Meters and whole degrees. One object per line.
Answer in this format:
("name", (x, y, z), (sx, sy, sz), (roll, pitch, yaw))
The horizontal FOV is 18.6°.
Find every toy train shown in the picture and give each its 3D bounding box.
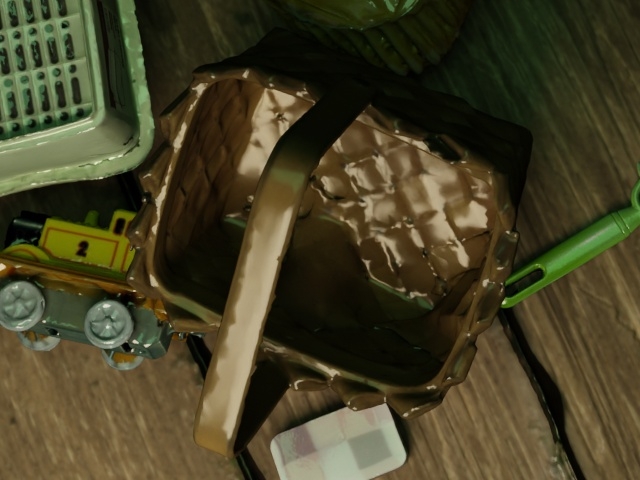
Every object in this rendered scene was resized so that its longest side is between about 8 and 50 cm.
("toy train", (-0.195, 0.033, 1.643), (0.219, 0.089, 0.127), (11, 73, 10))

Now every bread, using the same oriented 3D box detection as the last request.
("bread", (0.071, -0.283, 1.623), (0.204, 0.156, 0.288), (23, 87, 19))

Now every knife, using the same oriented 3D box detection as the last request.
("knife", (0.229, -0.012, 1.625), (0.212, 0.015, 0.054), (-32, 78, 2))

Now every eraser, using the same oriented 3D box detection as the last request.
("eraser", (0.016, 0.175, 1.620), (0.105, 0.026, 0.065), (-21, 82, 4))

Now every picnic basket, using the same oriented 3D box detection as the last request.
("picnic basket", (0.000, 0.000, 1.481), (0.291, 0.321, 0.254), (22, 115, 10))

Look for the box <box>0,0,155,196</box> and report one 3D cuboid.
("box", (-0.264, -0.182, 1.642), (0.221, 0.166, 0.290), (-11, 80, 6))
